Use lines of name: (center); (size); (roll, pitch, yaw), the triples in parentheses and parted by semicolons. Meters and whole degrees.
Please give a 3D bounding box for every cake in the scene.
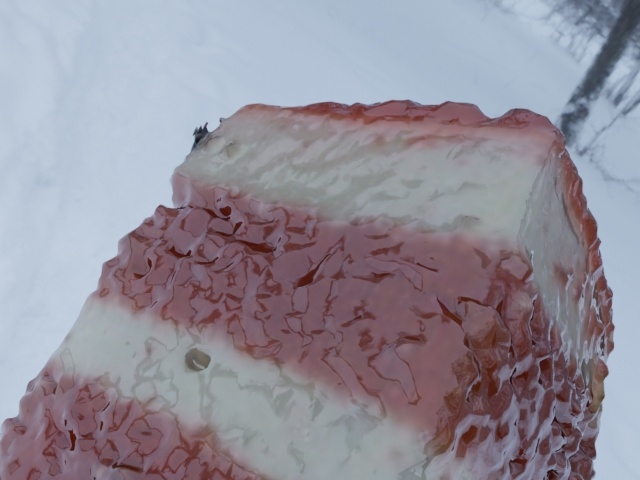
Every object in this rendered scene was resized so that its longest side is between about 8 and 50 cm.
cake: (0.022, 0.099, 0.472); (0.269, 0.319, 0.270); (13, -25, 39)
